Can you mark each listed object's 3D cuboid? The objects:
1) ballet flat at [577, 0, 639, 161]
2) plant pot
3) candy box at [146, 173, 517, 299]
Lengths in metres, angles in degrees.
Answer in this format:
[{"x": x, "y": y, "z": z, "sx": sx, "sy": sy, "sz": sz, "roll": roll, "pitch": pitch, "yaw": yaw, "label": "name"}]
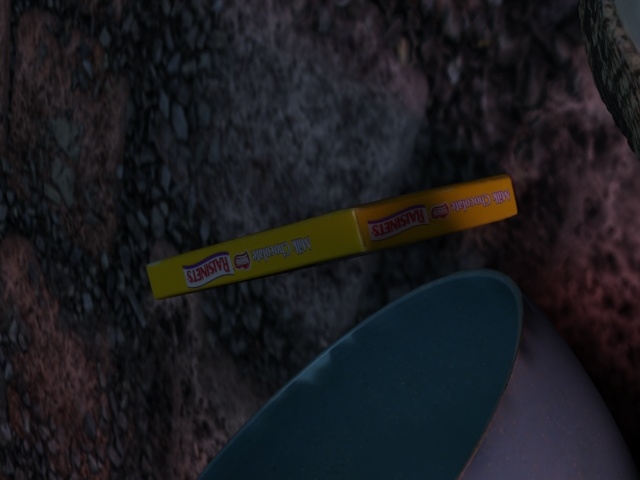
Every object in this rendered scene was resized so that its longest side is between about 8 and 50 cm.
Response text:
[{"x": 0.185, "y": -0.021, "z": 0.408, "sx": 0.164, "sy": 0.182, "sz": 0.482, "roll": -32, "pitch": 48, "yaw": 13, "label": "ballet flat"}, {"x": 0.049, "y": 0.184, "z": 0.677, "sx": 0.195, "sy": 0.290, "sz": 0.290, "roll": 44, "pitch": 143, "yaw": -11, "label": "plant pot"}, {"x": 0.000, "y": 0.000, "z": 0.803, "sx": 0.206, "sy": 0.105, "sz": 0.027, "roll": -14, "pitch": 92, "yaw": 54, "label": "candy box"}]
